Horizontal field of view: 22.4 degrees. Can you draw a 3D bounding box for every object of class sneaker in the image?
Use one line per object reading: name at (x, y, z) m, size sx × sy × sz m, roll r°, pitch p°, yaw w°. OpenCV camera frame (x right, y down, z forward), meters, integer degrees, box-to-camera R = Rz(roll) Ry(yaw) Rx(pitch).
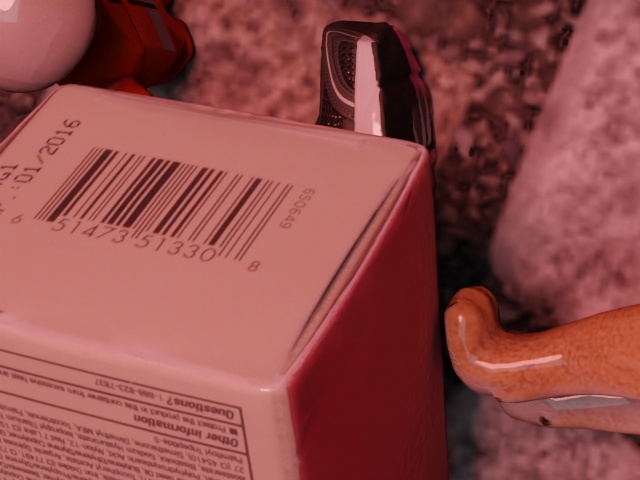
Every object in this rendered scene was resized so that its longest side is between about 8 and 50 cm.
sneaker at (0.000, 0.000, 0.653) m, size 0.077 × 0.072 × 0.178 m, roll 3°, pitch 93°, yaw 19°

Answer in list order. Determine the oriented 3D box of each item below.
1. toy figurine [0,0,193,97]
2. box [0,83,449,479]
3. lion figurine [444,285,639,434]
toy figurine at (-0.176, -0.044, 0.664) m, size 0.209 × 0.148 × 0.213 m, roll 21°, pitch 100°, yaw 15°
box at (-0.042, 0.079, 0.582) m, size 0.148 × 0.127 × 0.232 m, roll 11°, pitch 132°, yaw 21°
lion figurine at (0.160, 0.111, 0.524) m, size 0.240 × 0.142 × 0.392 m, roll -3°, pitch 67°, yaw 20°
